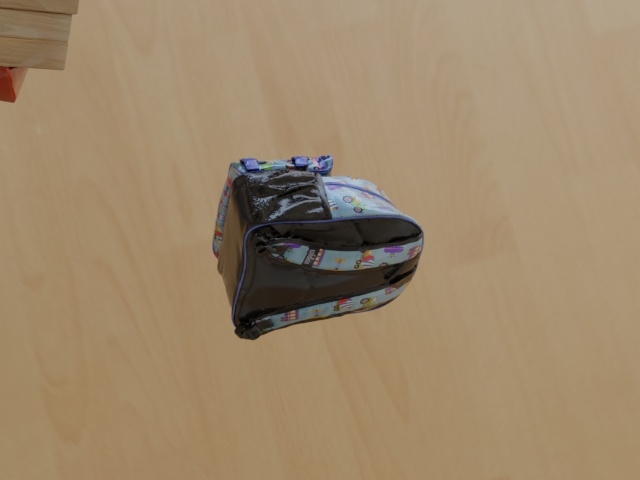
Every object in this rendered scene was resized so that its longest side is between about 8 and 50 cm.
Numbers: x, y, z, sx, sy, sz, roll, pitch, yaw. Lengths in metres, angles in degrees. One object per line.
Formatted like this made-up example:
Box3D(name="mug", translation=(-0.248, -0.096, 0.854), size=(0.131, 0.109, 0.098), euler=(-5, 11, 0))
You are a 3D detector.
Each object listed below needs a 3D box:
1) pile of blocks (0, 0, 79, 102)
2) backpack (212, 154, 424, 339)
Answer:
Box3D(name="pile of blocks", translation=(-0.296, -0.122, 0.982), size=(0.149, 0.362, 0.113), euler=(16, 104, 19))
Box3D(name="backpack", translation=(0.000, 0.000, 1.413), size=(0.173, 0.158, 0.117), euler=(-6, 49, -15))
